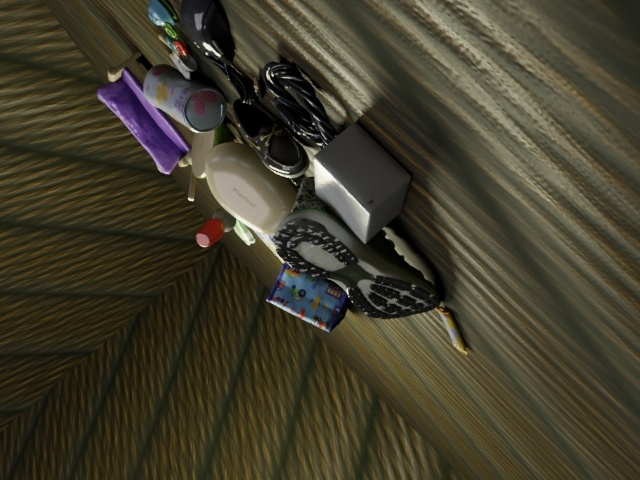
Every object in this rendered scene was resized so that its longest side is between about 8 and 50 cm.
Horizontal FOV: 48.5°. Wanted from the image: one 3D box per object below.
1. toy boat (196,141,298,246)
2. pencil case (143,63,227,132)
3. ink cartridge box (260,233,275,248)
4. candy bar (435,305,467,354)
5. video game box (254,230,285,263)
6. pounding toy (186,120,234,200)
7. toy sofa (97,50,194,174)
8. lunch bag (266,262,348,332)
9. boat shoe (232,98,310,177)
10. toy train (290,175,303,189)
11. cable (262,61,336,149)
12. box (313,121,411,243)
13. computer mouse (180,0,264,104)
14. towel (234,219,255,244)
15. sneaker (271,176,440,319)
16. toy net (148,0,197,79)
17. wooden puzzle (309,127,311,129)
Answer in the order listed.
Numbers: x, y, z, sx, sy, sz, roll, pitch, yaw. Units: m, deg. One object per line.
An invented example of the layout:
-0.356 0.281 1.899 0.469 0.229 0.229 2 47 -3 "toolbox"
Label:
-0.203 -0.107 1.801 0.267 0.148 0.318 44 127 -4 "toy boat"
-0.336 -0.351 1.747 0.124 0.114 0.273 4 -159 -37 "pencil case"
-0.149 -0.043 2.222 0.303 0.072 0.307 46 173 10 "ink cartridge box"
0.275 0.186 1.479 0.040 0.018 0.161 38 166 43 "candy bar"
-0.179 -0.023 2.457 0.205 0.048 0.187 48 167 8 "video game box"
-0.273 -0.232 1.896 0.237 0.110 0.183 -51 41 46 "pounding toy"
-0.520 -0.385 2.200 0.363 0.177 0.150 52 169 -13 "toy sofa"
-0.022 0.182 2.287 0.220 0.138 0.293 26 179 9 "lunch bag"
-0.107 -0.209 1.435 0.228 0.081 0.069 44 173 34 "boat shoe"
-0.030 -0.111 1.626 0.158 0.027 0.036 51 180 -18 "toy train"
-0.024 -0.223 1.189 0.184 0.047 0.150 48 165 18 "cable"
0.065 -0.089 1.152 0.130 0.091 0.170 47 169 12 "box"
-0.186 -0.347 1.322 0.184 0.060 0.262 47 169 13 "computer mouse"
-0.316 -0.146 2.375 0.325 0.038 0.248 65 171 -15 "towel"
0.094 0.011 1.352 0.158 0.182 0.410 -22 136 38 "sneaker"
-0.309 -0.432 1.568 0.122 0.045 0.232 42 169 23 "toy net"
-0.034 -0.223 1.300 0.083 0.006 0.049 41 167 34 "wooden puzzle"
